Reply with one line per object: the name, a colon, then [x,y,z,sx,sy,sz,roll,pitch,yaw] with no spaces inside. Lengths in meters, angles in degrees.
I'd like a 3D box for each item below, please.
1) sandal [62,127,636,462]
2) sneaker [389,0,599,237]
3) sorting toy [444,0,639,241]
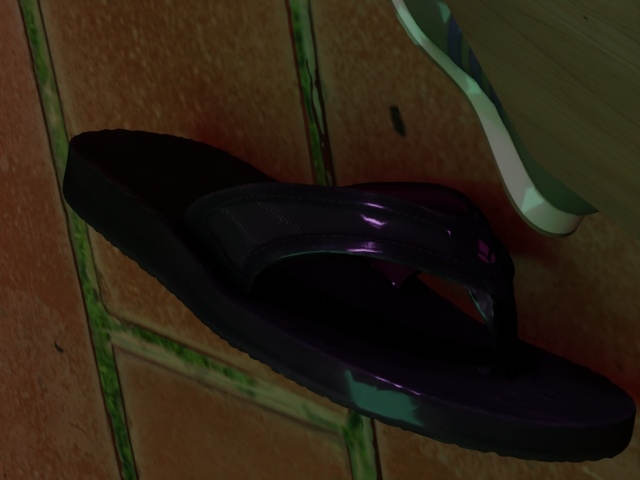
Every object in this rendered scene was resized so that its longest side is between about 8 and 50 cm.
sandal: [-0.003,0.000,1.057,0.446,0.168,0.107,30,114,41]
sneaker: [0.106,-0.102,0.933,0.086,0.064,0.192,-38,78,47]
sorting toy: [0.149,-0.069,0.657,0.257,0.089,0.255,42,172,41]
